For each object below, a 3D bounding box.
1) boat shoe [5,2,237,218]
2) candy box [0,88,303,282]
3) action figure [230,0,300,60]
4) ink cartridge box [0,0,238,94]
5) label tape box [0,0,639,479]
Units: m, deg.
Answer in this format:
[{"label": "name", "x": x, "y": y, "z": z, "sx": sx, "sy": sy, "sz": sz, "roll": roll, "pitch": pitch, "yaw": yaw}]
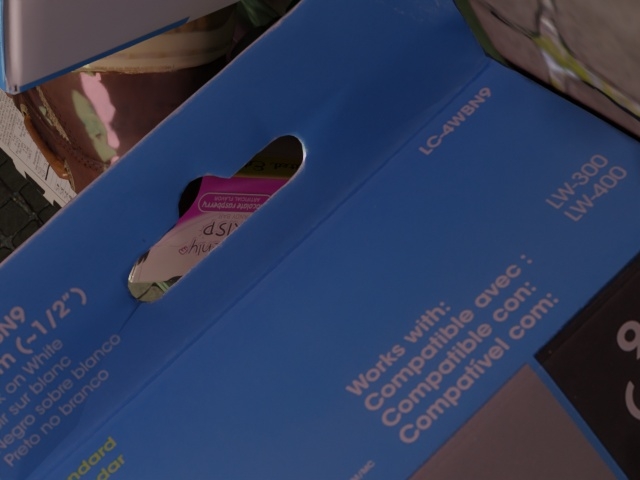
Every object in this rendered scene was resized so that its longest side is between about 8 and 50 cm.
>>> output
[{"label": "boat shoe", "x": -0.107, "y": -0.087, "z": 0.683, "sx": 0.342, "sy": 0.123, "sz": 0.123, "roll": -137, "pitch": 42, "yaw": -66}, {"label": "candy box", "x": -0.097, "y": -0.059, "z": 0.847, "sx": 0.159, "sy": 0.071, "sz": 0.233, "roll": 0, "pitch": -152, "yaw": -41}, {"label": "action figure", "x": 0.057, "y": -0.017, "z": 0.637, "sx": 0.232, "sy": 0.063, "sz": 0.137, "roll": 41, "pitch": 165, "yaw": 17}, {"label": "ink cartridge box", "x": -0.110, "y": -0.153, "z": 0.508, "sx": 0.190, "sy": 0.139, "sz": 0.082, "roll": 41, "pitch": 142, "yaw": 26}, {"label": "label tape box", "x": 0.056, "y": 0.097, "z": 0.511, "sx": 0.348, "sy": 0.249, "sz": 0.115, "roll": 52, "pitch": 169, "yaw": -25}]
